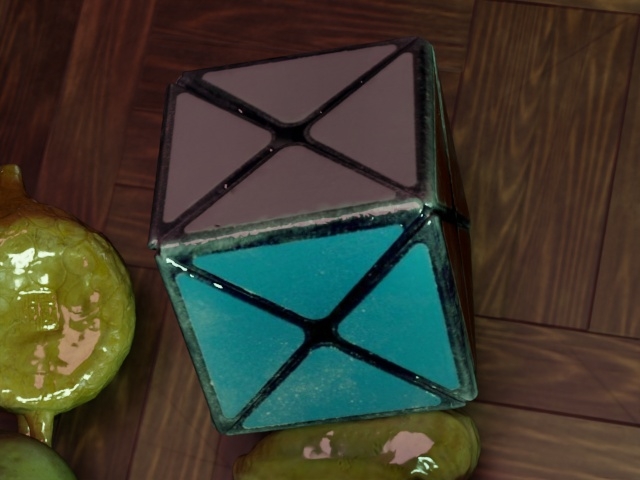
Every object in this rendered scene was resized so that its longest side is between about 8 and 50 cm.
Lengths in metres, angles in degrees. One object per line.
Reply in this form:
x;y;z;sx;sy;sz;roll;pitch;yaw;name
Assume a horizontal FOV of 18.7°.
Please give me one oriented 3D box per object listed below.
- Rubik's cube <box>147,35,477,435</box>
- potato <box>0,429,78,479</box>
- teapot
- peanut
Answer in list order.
0.000;0.000;1.765;0.260;0.259;0.254;-9;40;11;Rubik's cube
-0.270;0.327;1.773;0.218;0.202;0.351;-39;90;25;potato
-0.286;0.080;1.893;0.203;0.167;0.311;-6;91;-16;teapot
0.032;0.209;1.808;0.236;0.120;0.110;-12;34;12;peanut
